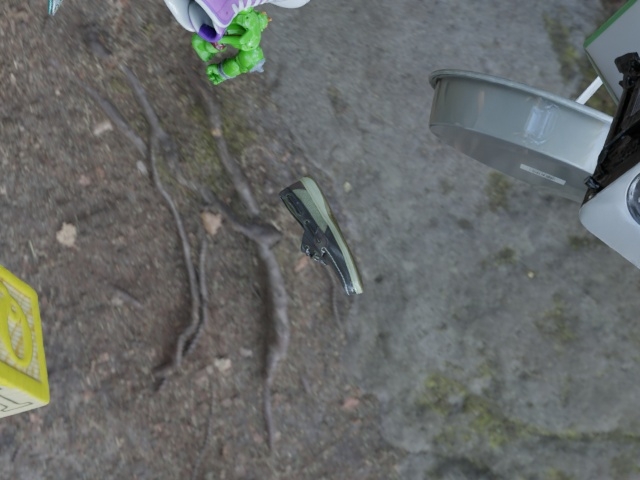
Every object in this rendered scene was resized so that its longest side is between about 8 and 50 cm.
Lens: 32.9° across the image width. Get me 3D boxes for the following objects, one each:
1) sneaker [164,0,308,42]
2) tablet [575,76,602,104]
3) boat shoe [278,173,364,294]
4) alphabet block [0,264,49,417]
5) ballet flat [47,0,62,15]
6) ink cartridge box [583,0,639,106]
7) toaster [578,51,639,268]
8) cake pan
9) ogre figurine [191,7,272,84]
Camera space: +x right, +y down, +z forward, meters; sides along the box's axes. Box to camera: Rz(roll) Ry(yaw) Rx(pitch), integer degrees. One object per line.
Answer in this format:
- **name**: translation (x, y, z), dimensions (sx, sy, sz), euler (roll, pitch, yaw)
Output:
- **sneaker**: translation (-0.116, -0.327, 1.446), dimensions (0.282, 0.102, 0.161), euler (15, 76, -51)
- **tablet**: translation (0.433, -0.241, 1.731), dimensions (0.083, 0.006, 0.054), euler (-47, 164, -4)
- **boat shoe**: translation (0.000, -0.001, 1.741), dimensions (0.073, 0.224, 0.080), euler (-25, 156, -1)
- **alphabet block**: translation (-0.522, 0.152, 1.543), dimensions (0.197, 0.192, 0.193), euler (-15, 159, 5)
- **ballet flat**: translation (-0.388, -0.391, 1.608), dimensions (0.041, 0.041, 0.114), euler (-6, 112, -19)
- **ink cartridge box**: translation (0.476, -0.230, 1.246), dimensions (0.289, 0.122, 0.211), euler (1, 145, -45)
- **toaster**: translation (0.234, -0.071, 0.557), dimensions (0.110, 0.186, 0.168), euler (41, 132, -7)
- **cake pan**: translation (0.238, -0.094, 1.123), dimensions (0.293, 0.293, 0.054), euler (23, 90, -27)
- **ogre figurine**: translation (-0.144, -0.329, 1.683), dimensions (0.097, 0.118, 0.197), euler (-23, 123, -53)
